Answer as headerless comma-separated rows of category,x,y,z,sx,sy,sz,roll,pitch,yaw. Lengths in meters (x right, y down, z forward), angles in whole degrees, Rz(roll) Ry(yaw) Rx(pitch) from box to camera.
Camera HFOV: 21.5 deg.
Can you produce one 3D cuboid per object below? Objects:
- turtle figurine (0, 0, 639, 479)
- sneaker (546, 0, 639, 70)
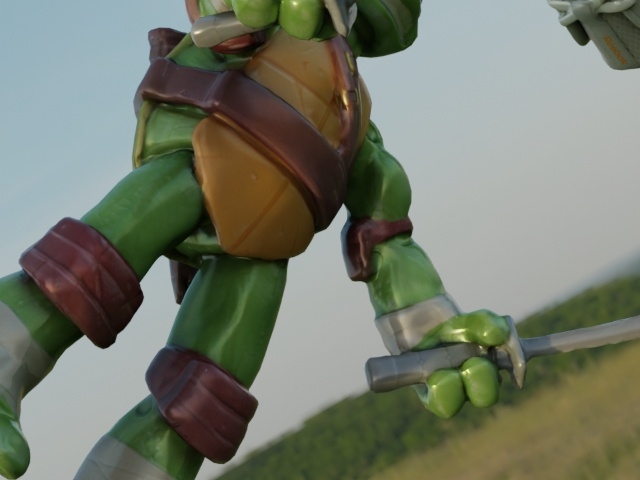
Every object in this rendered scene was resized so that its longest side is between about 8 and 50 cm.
turtle figurine,0.000,0.000,0.594,0.266,0.274,0.198,-52,-20,-17
sneaker,0.128,-0.142,0.779,0.262,0.121,0.099,2,2,-41
